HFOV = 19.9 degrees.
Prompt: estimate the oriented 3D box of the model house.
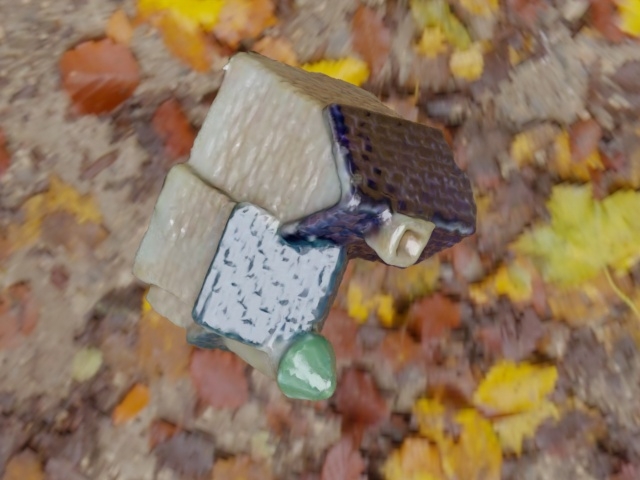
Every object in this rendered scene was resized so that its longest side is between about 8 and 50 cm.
[{"bbox_3d":[-0.002,-0.001,1.852,0.243,0.284,0.298,13,103,-39],"label":"model house"}]
